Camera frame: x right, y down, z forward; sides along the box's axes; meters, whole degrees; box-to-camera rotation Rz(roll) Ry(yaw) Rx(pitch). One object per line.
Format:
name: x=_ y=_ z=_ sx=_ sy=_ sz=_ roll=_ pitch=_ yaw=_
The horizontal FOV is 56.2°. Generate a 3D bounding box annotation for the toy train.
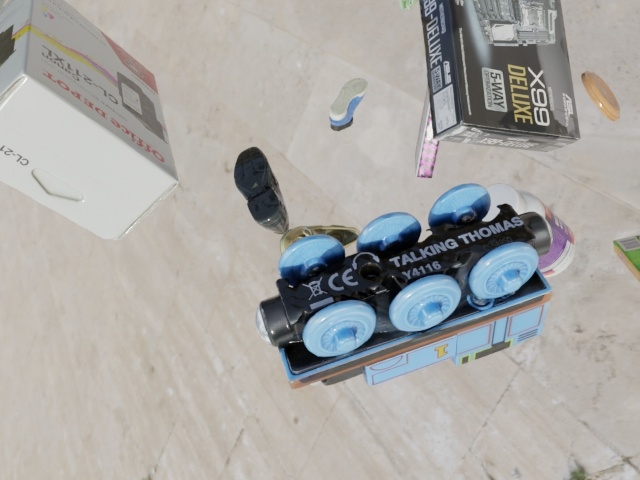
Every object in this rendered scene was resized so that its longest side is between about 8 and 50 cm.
toy train: x=0.054 y=0.037 z=0.369 sx=0.105 sy=0.184 sz=0.080 roll=77 pitch=171 yaw=-46

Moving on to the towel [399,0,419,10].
towel: x=0.219 y=-0.635 z=1.194 sx=0.038 sy=0.325 sz=0.248 roll=12 pitch=134 yaw=27

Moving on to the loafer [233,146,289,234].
loafer: x=-0.091 y=-0.076 z=0.928 sx=0.062 sy=0.061 sz=0.170 roll=-25 pitch=52 yaw=9

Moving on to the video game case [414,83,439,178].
video game case: x=0.245 y=-0.279 z=1.305 sx=0.210 sy=0.042 sz=0.232 roll=-73 pitch=-10 yaw=-62

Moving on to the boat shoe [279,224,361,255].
boat shoe: x=0.001 y=0.002 z=0.878 sx=0.048 sy=0.153 sz=0.056 roll=-12 pitch=87 yaw=37

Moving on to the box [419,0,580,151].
box: x=0.279 y=-0.301 z=0.945 sx=0.076 sy=0.242 sz=0.307 roll=-22 pitch=69 yaw=62

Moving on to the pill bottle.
pill bottle: x=0.334 y=-0.018 z=0.991 sx=0.108 sy=0.193 sz=0.108 roll=-24 pitch=52 yaw=36

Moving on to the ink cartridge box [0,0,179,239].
ink cartridge box: x=-0.186 y=-0.102 z=0.455 sx=0.072 sy=0.127 sz=0.175 roll=-39 pitch=44 yaw=13

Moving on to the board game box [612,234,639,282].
board game box: x=0.661 y=0.055 z=1.121 sx=0.259 sy=0.124 sz=0.039 roll=-81 pitch=-25 yaw=-65

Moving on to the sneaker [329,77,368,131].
sneaker: x=0.070 y=-0.345 z=1.543 sx=0.058 sy=0.084 sz=0.152 roll=27 pitch=65 yaw=13

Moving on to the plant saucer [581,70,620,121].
plant saucer: x=0.404 y=-0.209 z=0.857 sx=0.013 sy=0.083 sz=0.083 roll=-35 pitch=59 yaw=40
